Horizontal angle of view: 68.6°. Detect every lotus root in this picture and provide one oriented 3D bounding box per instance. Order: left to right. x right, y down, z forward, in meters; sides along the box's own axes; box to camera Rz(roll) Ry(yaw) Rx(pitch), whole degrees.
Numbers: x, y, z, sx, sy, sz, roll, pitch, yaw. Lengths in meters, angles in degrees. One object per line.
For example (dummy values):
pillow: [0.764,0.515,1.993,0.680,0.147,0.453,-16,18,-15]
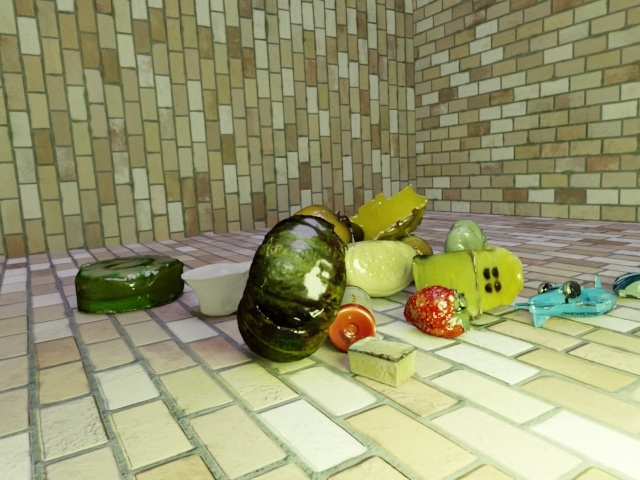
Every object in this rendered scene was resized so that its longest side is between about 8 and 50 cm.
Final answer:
lotus root: [0.310,0.057,1.620,0.140,0.154,0.257,-12,1,-8]

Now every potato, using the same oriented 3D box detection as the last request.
potato: [0.114,0.222,0.875,0.122,0.061,0.086,2,10,43]

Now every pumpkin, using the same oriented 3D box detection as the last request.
pumpkin: [-0.061,0.100,0.983,0.192,0.320,0.320,17,6,-7]

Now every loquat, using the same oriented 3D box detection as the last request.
loquat: [0.000,0.000,1.718,0.275,0.274,0.275,-3,8,0]

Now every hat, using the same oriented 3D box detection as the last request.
hat: [-0.289,0.142,1.341,0.203,0.126,0.203,-3,9,0]

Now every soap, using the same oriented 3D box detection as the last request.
soap: [0.235,-0.056,1.628,0.259,0.143,0.281,-32,-19,-5]

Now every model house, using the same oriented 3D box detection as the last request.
model house: [0.385,0.108,1.197,0.234,0.174,0.193,2,-10,-37]

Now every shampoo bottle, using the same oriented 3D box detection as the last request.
shampoo bottle: [0.072,0.168,1.111,0.104,0.104,0.278,-3,8,3]

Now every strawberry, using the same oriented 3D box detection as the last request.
strawberry: [0.258,0.163,1.053,0.148,0.131,0.131,-23,2,19]

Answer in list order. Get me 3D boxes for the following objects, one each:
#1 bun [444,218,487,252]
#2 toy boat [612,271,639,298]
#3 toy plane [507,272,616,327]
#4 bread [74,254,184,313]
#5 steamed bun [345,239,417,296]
bun: [0.537,0.017,1.707,0.118,0.195,0.195,7,13,44]
toy boat: [0.894,0.141,1.171,0.221,0.067,0.291,-3,11,-3]
toy plane: [0.600,0.144,1.125,0.271,0.105,0.254,-10,-4,-19]
bread: [-0.643,0.130,1.541,0.382,0.129,0.366,-1,9,18]
steamed bun: [0.153,0.092,1.423,0.273,0.166,0.232,0,-10,-26]
